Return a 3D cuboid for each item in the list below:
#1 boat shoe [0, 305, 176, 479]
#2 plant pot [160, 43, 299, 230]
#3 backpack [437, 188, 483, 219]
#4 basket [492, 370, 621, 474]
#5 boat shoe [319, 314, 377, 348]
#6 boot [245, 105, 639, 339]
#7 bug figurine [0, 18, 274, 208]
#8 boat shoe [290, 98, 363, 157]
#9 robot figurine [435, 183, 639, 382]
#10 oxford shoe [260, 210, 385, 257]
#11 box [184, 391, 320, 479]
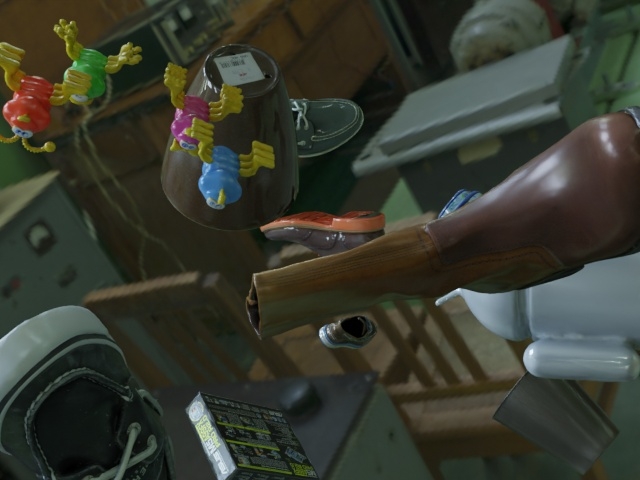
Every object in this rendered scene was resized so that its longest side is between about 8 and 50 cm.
[{"bbox_3d":[-0.160,0.143,0.708,0.108,0.102,0.301,-44,-18,-20],"label":"boat shoe"},{"bbox_3d":[-0.125,-0.168,1.455,0.216,0.230,0.215,5,52,-6],"label":"plant pot"},{"bbox_3d":[0.243,-0.031,1.617,0.084,0.114,0.105,39,90,21],"label":"backpack"},{"bbox_3d":[0.526,0.391,2.169,0.204,0.227,0.154,-55,-21,17],"label":"basket"},{"bbox_3d":[0.077,0.198,2.158,0.066,0.066,0.183,-32,-15,33],"label":"boat shoe"},{"bbox_3d":[0.083,-0.006,0.731,0.281,0.096,0.264,-10,-10,-13],"label":"boot"},{"bbox_3d":[-0.185,-0.124,0.992,0.216,0.279,0.072,-91,25,-58],"label":"bug figurine"},{"bbox_3d":[-0.062,-0.233,2.032,0.320,0.116,0.099,-11,-11,-7],"label":"boat shoe"},{"bbox_3d":[0.317,0.026,1.177,0.354,0.199,0.299,2,58,17],"label":"robot figurine"},{"bbox_3d":[0.000,0.000,1.827,0.271,0.098,0.097,2,14,39],"label":"oxford shoe"},{"bbox_3d":[-0.147,0.448,2.159,0.060,0.270,0.216,-49,49,17],"label":"box"}]
